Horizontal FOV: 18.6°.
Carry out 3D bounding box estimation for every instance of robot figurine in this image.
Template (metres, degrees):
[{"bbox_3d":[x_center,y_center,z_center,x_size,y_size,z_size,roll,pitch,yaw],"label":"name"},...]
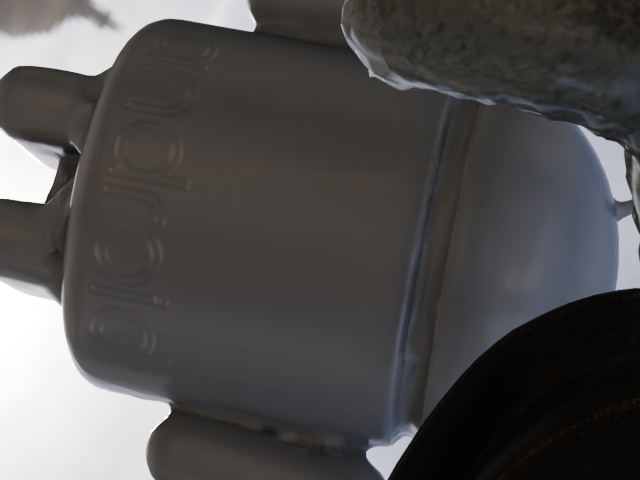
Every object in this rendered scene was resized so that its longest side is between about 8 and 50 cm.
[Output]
[{"bbox_3d":[0.000,0.000,1.013,0.354,0.200,0.299,10,-94,7],"label":"robot figurine"}]

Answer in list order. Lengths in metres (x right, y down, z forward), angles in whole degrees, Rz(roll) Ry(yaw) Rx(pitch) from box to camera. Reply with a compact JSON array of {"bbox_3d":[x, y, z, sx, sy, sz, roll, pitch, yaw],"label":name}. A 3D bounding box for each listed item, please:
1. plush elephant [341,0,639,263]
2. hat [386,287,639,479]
[{"bbox_3d":[0.135,-0.043,0.379,0.255,0.330,0.271,-22,-125,44],"label":"plush elephant"},{"bbox_3d":[0.097,0.115,0.665,0.331,0.134,0.331,-33,-140,33],"label":"hat"}]
